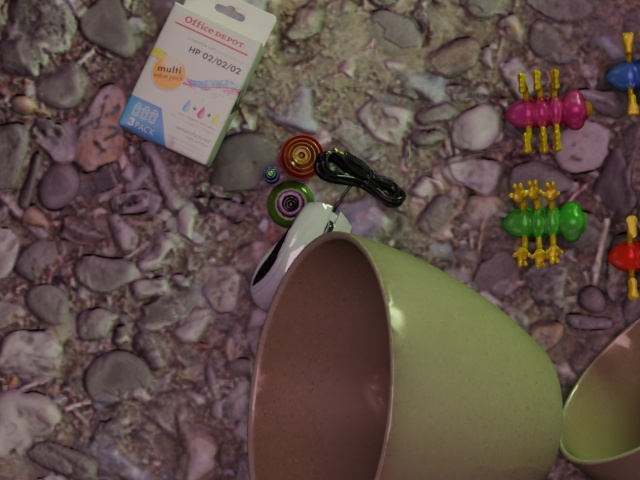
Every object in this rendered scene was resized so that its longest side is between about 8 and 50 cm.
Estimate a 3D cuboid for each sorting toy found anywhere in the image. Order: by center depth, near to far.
[{"bbox_3d":[-0.031,-0.065,1.839,0.061,0.042,0.102,12,89,1],"label":"sorting toy"}]

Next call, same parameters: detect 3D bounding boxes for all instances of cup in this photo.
[{"bbox_3d":[0.098,0.170,1.719,0.237,0.331,0.331,8,88,-23],"label":"cup"}]

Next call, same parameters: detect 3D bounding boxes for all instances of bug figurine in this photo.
[{"bbox_3d":[0.300,-0.079,1.821,0.216,0.072,0.279,0,93,7],"label":"bug figurine"}]

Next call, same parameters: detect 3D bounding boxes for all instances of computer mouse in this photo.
[{"bbox_3d":[0.000,0.000,1.825,0.106,0.042,0.193,33,92,-24],"label":"computer mouse"}]

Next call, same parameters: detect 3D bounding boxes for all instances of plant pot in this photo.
[{"bbox_3d":[0.424,0.220,1.742,0.256,0.256,0.274,-44,104,-1],"label":"plant pot"}]

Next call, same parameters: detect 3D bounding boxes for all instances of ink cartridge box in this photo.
[{"bbox_3d":[-0.128,-0.181,1.835,0.104,0.061,0.181,25,88,1],"label":"ink cartridge box"}]
